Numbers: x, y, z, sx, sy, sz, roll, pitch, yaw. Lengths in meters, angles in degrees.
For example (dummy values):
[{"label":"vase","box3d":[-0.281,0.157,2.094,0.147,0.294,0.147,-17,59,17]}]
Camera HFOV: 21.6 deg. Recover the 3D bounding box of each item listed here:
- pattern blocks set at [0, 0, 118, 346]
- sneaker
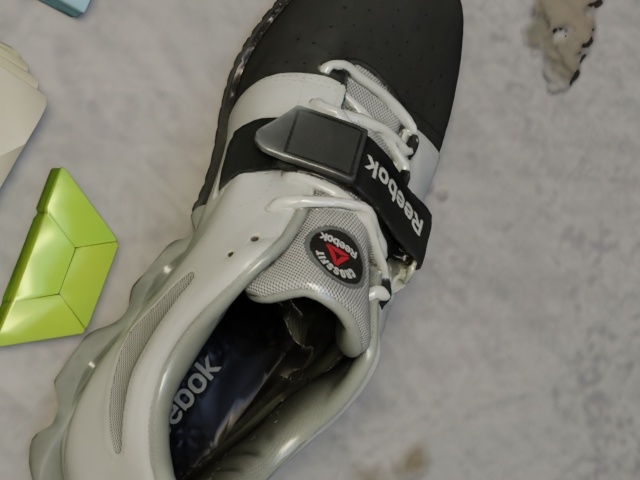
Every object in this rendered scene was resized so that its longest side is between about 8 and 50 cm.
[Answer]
[{"label":"pattern blocks set","box3d":[-0.218,-0.030,0.720,0.285,0.026,0.324,17,83,-27]},{"label":"sneaker","box3d":[0.000,0.000,0.773,0.122,0.146,0.330,33,74,-23]}]
